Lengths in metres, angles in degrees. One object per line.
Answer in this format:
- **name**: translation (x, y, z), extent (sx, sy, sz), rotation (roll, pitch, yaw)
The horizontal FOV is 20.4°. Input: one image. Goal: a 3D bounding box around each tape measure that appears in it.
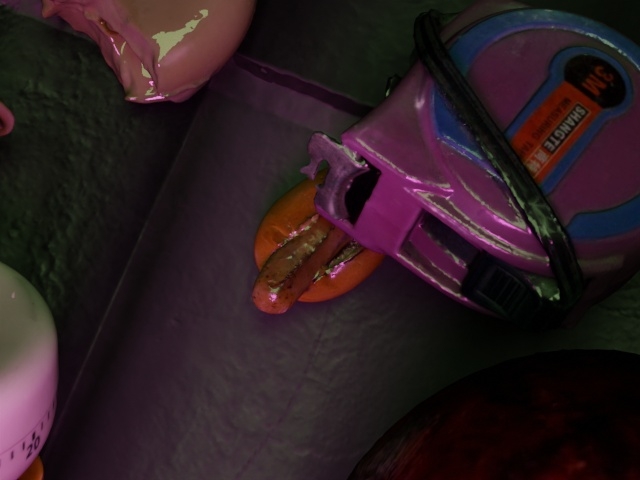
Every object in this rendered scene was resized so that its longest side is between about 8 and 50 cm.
- **tape measure**: translation (0.139, -0.059, 1.294), extent (0.245, 0.149, 0.231), rotation (37, 56, 9)

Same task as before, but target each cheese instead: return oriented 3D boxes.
- **cheese**: translation (-0.131, -0.201, 1.354), extent (0.175, 0.091, 0.202), rotation (-22, 77, -7)

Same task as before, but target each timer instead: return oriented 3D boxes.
- **timer**: translation (-0.291, 0.073, 1.198), extent (0.233, 0.240, 0.233), rotation (4, 33, -2)

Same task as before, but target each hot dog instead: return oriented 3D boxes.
- **hot dog**: translation (-0.001, -0.002, 1.325), extent (0.140, 0.060, 0.090), rotation (-36, 78, -10)

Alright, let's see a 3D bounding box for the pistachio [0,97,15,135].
- **pistachio**: translation (-0.333, -0.101, 1.293), extent (0.226, 0.136, 0.136), rotation (20, 75, -4)

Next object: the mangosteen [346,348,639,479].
- **mangosteen**: translation (0.174, 0.272, 1.128), extent (0.381, 0.421, 0.381), rotation (-21, 55, 33)
